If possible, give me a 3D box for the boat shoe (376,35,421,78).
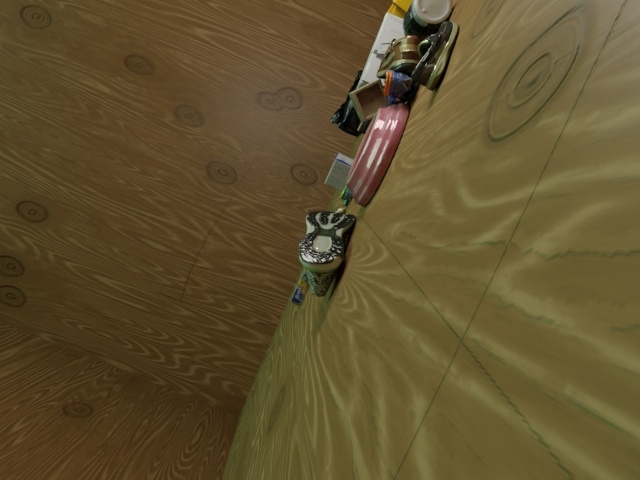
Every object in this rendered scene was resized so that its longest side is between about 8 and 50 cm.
[{"bbox_3d":[0.260,-0.575,1.633,0.324,0.122,0.120,-123,37,-75],"label":"boat shoe"}]

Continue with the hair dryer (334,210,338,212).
[{"bbox_3d":[0.000,0.000,2.330,0.294,0.080,0.224,-71,6,-46],"label":"hair dryer"}]

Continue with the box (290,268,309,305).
[{"bbox_3d":[-0.085,0.218,2.429,0.059,0.054,0.169,-77,10,-72],"label":"box"}]

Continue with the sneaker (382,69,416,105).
[{"bbox_3d":[0.245,-0.447,1.545,0.221,0.087,0.083,-20,-57,-72],"label":"sneaker"}]

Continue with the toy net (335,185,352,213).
[{"bbox_3d":[0.095,-0.162,2.206,0.232,0.045,0.122,116,175,-46],"label":"toy net"}]

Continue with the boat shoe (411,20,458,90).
[{"bbox_3d":[0.267,-0.450,1.217,0.080,0.073,0.224,120,172,-61],"label":"boat shoe"}]

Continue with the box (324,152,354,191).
[{"bbox_3d":[0.103,-0.289,2.250,0.072,0.126,0.137,-69,4,-53],"label":"box"}]

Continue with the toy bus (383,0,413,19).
[{"bbox_3d":[0.383,-0.977,2.000,0.333,0.108,0.130,-52,2,22],"label":"toy bus"}]

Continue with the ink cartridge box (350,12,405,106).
[{"bbox_3d":[0.242,-0.678,2.015,0.223,0.129,0.308,127,164,-77],"label":"ink cartridge box"}]

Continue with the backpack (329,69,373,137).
[{"bbox_3d":[0.180,-0.579,2.277,0.277,0.213,0.263,-61,12,3],"label":"backpack"}]

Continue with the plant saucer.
[{"bbox_3d":[0.164,-0.271,1.575,0.332,0.084,0.332,-157,90,-86],"label":"plant saucer"}]

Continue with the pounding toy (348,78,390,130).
[{"bbox_3d":[0.172,-0.479,1.837,0.130,0.141,0.100,-27,15,0],"label":"pounding toy"}]

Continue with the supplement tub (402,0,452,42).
[{"bbox_3d":[0.316,-0.671,1.556,0.190,0.116,0.117,-161,94,-86],"label":"supplement tub"}]

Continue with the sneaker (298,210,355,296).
[{"bbox_3d":[0.012,0.032,1.622,0.410,0.157,0.182,-63,-19,-61],"label":"sneaker"}]
